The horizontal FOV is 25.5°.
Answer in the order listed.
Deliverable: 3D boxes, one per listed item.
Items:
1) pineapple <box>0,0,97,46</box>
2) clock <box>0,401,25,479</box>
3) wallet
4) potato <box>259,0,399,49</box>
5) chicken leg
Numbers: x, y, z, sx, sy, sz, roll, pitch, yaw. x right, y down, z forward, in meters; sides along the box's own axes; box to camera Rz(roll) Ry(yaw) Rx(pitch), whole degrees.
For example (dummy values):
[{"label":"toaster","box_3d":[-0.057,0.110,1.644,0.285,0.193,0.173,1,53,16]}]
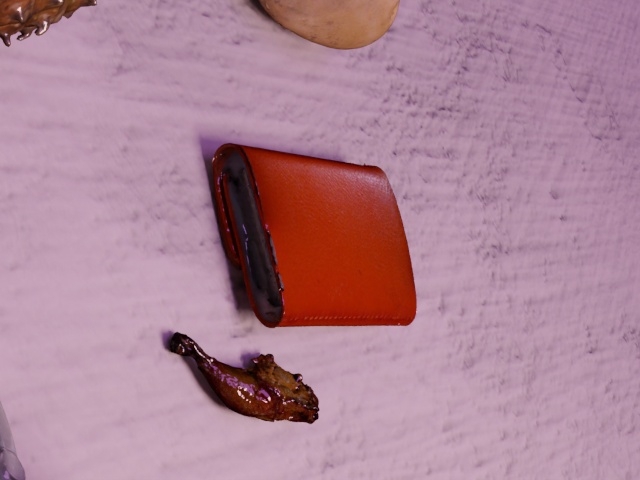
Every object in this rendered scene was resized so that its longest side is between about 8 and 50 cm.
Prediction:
[{"label":"pineapple","box_3d":[-0.230,-0.153,0.738,0.170,0.141,0.310,37,33,15]},{"label":"clock","box_3d":[-0.233,0.065,0.664,0.236,0.053,0.236,55,8,-12]},{"label":"wallet","box_3d":[0.000,0.000,1.106,0.204,0.045,0.142,4,68,-57]},{"label":"potato","box_3d":[0.002,-0.217,1.175,0.147,0.112,0.112,36,45,-47]},{"label":"chicken leg","box_3d":[-0.047,0.099,0.990,0.145,0.037,0.062,22,34,-52]}]
